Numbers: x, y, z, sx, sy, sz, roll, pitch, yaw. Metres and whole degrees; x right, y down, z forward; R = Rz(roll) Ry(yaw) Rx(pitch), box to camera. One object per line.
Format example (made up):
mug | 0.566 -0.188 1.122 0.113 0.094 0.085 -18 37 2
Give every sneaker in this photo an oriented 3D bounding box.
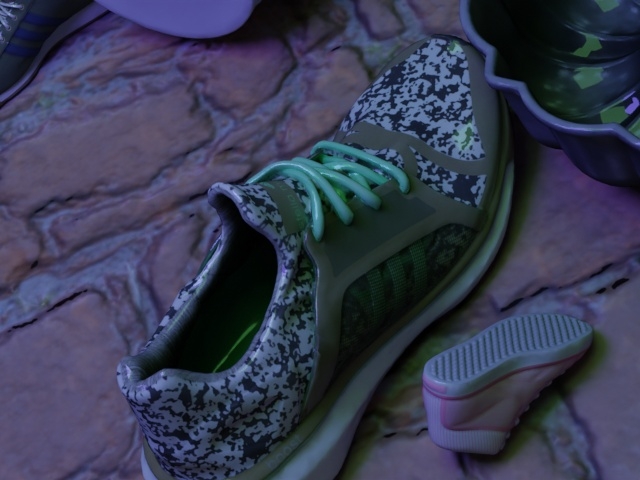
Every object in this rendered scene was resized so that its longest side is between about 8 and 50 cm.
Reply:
sneaker | 0.000 0.000 1.230 0.158 0.182 0.410 16 62 31
sneaker | 0.121 0.096 1.203 0.134 0.070 0.051 -20 33 -32
sneaker | -0.254 -0.192 1.540 0.192 0.086 0.064 -41 51 -10

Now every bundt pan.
bundt pan | 0.269 -0.162 1.279 0.331 0.124 0.331 -11 53 14

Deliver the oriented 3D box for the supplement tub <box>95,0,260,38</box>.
supplement tub | -0.077 -0.350 1.488 0.235 0.235 0.325 10 60 28
